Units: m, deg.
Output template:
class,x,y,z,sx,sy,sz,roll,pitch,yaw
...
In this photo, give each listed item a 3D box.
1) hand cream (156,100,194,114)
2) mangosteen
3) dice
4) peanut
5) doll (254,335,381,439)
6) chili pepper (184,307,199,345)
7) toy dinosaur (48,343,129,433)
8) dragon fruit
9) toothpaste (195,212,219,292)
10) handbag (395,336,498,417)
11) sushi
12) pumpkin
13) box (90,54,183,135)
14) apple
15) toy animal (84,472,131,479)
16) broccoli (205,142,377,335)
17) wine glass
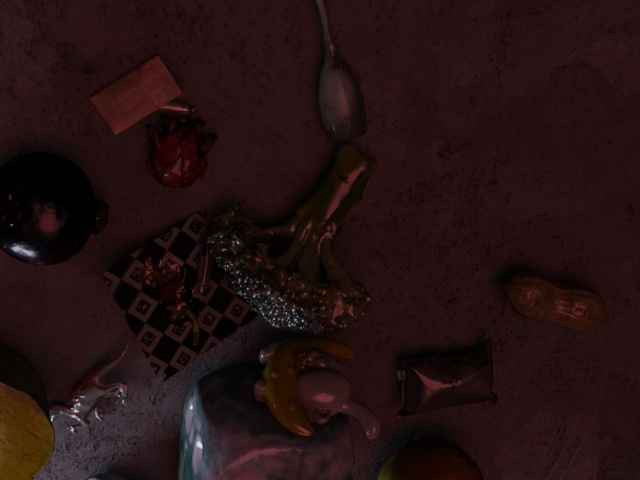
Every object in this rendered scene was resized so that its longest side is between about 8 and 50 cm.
class,x,y,z,sx,sy,sz,roll,pitch,yaw
hand cream,-0.300,-0.264,1.600,0.102,0.022,0.035,7,109,-13
mangosteen,-0.514,-0.062,1.528,0.216,0.216,0.216,-6,113,-14
dice,-0.131,0.493,1.781,0.331,0.328,0.348,7,109,-18
peanut,0.562,0.146,1.948,0.299,0.136,0.120,15,69,-20
doll,-0.013,0.302,1.679,0.252,0.237,0.111,4,133,-12
chili pepper,-0.271,0.180,1.728,0.030,0.017,0.083,-32,111,-49
toy dinosaur,-0.489,0.315,1.756,0.167,0.053,0.242,17,114,-14
dragon fruit,-0.276,-0.170,1.597,0.121,0.130,0.141,14,114,15
toothpaste,-0.237,0.026,1.713,0.045,0.028,0.169,7,94,-31
handbag,0.306,0.332,1.965,0.271,0.117,0.182,-6,105,-13
sushi,-0.303,0.116,1.736,0.264,0.050,0.289,-36,117,-23
pumpkin,-0.703,0.354,1.649,0.333,0.199,0.332,-5,118,-8
box,-0.352,-0.279,1.567,0.156,0.022,0.089,-34,106,-1
apple,0.273,0.643,1.993,0.250,0.277,0.309,5,119,-33
toy animal,-0.408,0.618,1.858,0.283,0.138,0.140,27,97,-25
broccoli,0.009,0.025,1.726,0.397,0.275,0.353,-41,136,-20
wine glass,-0.053,-0.328,1.600,0.265,0.096,0.309,-17,116,-11
